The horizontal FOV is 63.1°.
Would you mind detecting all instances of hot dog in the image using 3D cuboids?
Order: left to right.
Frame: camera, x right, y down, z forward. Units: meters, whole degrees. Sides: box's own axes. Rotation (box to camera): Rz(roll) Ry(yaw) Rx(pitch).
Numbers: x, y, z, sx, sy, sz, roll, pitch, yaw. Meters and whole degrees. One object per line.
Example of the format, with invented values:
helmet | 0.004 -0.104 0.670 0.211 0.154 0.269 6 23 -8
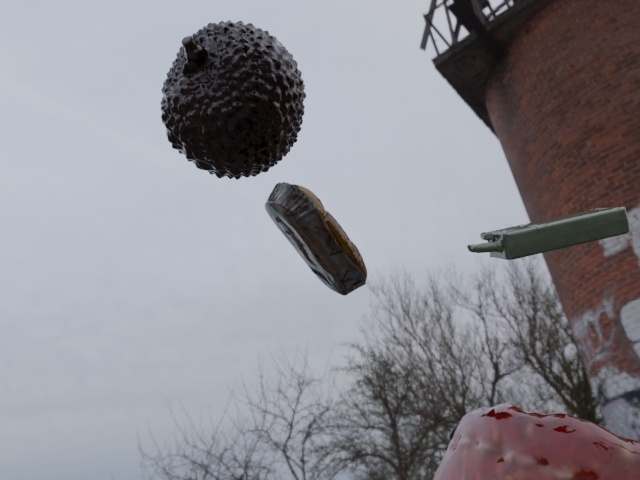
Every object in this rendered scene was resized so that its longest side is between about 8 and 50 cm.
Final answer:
hot dog | 0.000 0.000 0.975 0.144 0.075 0.268 14 -35 48

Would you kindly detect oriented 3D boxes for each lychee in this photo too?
lychee | -0.160 -0.256 0.967 0.275 0.276 0.304 -19 -36 19

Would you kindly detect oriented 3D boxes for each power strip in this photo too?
power strip | 0.406 -0.009 0.954 0.288 0.053 0.093 -13 4 -4

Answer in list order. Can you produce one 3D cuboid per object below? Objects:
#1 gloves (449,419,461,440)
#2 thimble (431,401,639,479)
gloves | 0.356 0.467 1.038 0.119 0.285 0.142 -5 -57 -9
thimble | 0.258 0.323 0.487 0.350 0.231 0.350 25 -19 10
